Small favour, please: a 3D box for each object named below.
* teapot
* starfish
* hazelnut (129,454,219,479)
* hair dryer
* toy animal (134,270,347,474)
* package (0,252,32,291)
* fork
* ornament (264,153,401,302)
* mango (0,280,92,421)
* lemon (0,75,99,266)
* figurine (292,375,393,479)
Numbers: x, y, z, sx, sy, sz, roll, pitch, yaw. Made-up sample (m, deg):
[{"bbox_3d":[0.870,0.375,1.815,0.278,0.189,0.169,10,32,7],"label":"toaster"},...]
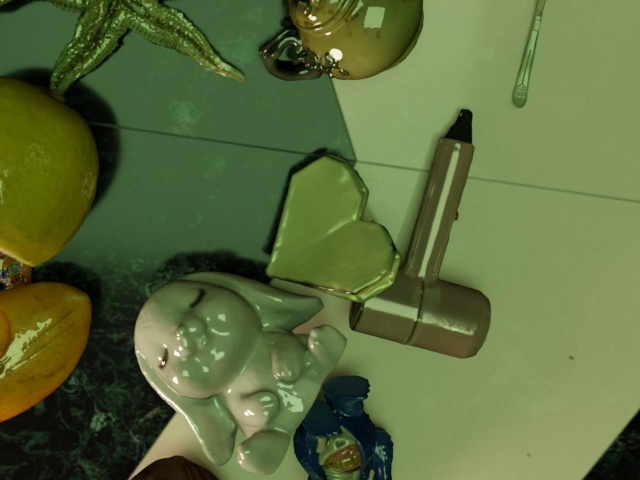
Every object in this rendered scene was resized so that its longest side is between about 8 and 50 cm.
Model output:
[{"bbox_3d":[0.020,-0.292,1.139,0.269,0.173,0.183,-31,148,31],"label":"teapot"},{"bbox_3d":[-0.253,-0.296,1.157,0.347,0.078,0.358,-37,130,23],"label":"starfish"},{"bbox_3d":[-0.229,0.424,1.306,0.210,0.210,0.186,39,121,-12],"label":"hazelnut"},{"bbox_3d":[0.175,-0.014,1.273,0.189,0.107,0.344,15,96,-6],"label":"hair dryer"},{"bbox_3d":[-0.131,0.162,1.243,0.265,0.206,0.271,29,84,-2],"label":"toy animal"},{"bbox_3d":[-0.444,0.023,1.254,0.077,0.033,0.110,-12,100,8],"label":"package"},{"bbox_3d":[0.296,-0.291,1.245,0.034,0.028,0.219,9,102,-11],"label":"fork"},{"bbox_3d":[0.000,0.000,1.232,0.180,0.059,0.201,-30,68,9],"label":"ornament"},{"bbox_3d":[-0.421,0.152,1.242,0.252,0.126,0.154,-39,93,-2],"label":"mango"},{"bbox_3d":[-0.394,-0.098,1.132,0.240,0.240,0.219,29,78,-11],"label":"lemon"},{"bbox_3d":[0.027,0.324,1.333,0.164,0.121,0.262,-18,117,-37],"label":"figurine"}]
